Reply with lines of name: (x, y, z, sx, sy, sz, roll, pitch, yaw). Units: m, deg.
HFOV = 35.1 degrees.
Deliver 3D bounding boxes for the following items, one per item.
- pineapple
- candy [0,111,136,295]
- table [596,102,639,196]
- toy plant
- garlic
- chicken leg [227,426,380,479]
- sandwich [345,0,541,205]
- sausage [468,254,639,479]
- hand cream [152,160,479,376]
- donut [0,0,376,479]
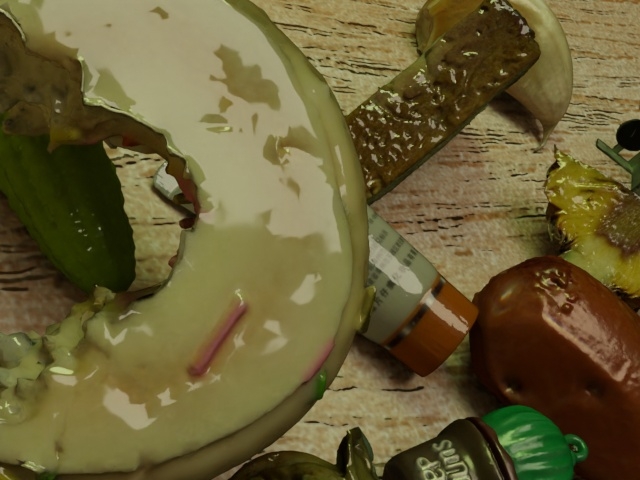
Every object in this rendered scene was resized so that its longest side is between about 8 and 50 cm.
pineapple: (0.333, 0.033, 1.193, 0.249, 0.140, 0.164, 32, 81, 8)
candy: (-0.204, -0.047, 0.802, 0.096, 0.096, 0.210, -15, 74, -46)
table: (0.496, -0.120, 1.403, 0.175, 0.146, 0.062, 34, 41, -13)
toy plant: (0.156, 0.209, 0.863, 0.200, 0.105, 0.143, -5, 48, -21)
garlic: (0.240, -0.250, 1.334, 0.245, 0.145, 0.164, 37, 73, -11)
chicken leg: (0.034, 0.342, 0.638, 0.201, 0.152, 0.429, -12, 72, -53)
sandwich: (0.096, -0.132, 1.105, 0.100, 0.288, 0.254, 50, -4, -4)
sausage: (0.260, 0.133, 0.987, 0.268, 0.153, 0.141, 44, 26, -5)
hand cream: (0.000, 0.000, 0.934, 0.314, 0.089, 0.140, 43, 67, -3)
donut: (-0.118, -0.013, 0.698, 0.307, 0.150, 0.371, -2, 83, -20)
